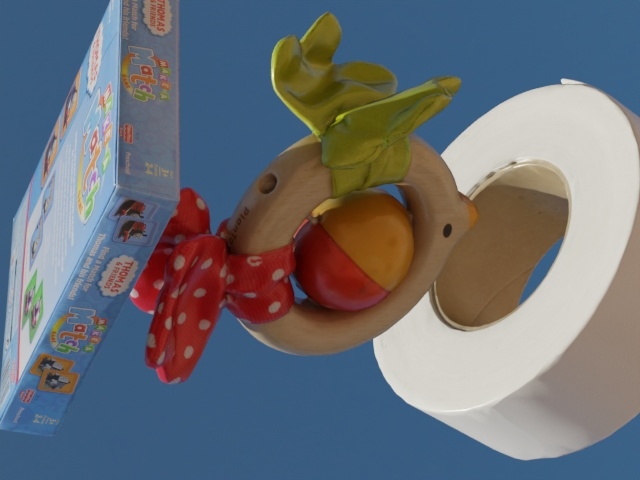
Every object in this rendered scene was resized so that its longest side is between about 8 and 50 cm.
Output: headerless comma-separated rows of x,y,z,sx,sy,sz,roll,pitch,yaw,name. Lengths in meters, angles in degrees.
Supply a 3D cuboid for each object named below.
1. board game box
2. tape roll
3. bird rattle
-0.129,-0.016,0.929,0.039,0.211,0.160,13,-134,-19,board game box
0.171,0.022,1.317,0.100,0.286,0.286,31,-110,-30,tape roll
0.000,0.000,1.045,0.253,0.143,0.207,-54,-47,-2,bird rattle
